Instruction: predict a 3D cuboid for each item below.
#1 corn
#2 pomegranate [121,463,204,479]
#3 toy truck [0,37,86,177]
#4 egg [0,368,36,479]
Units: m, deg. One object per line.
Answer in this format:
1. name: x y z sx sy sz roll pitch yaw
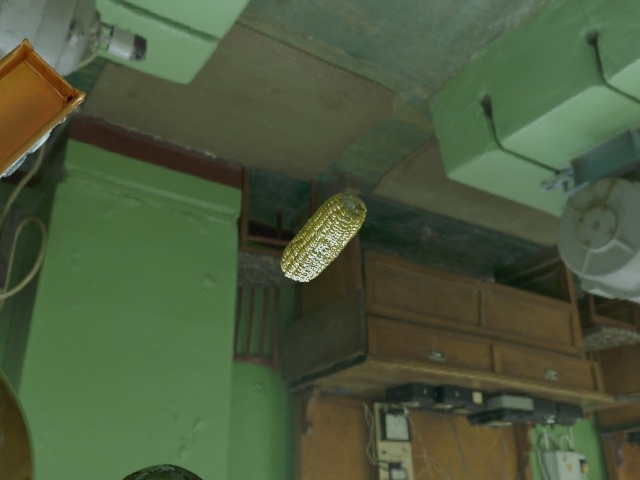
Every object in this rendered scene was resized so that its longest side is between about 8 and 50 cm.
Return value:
1. corn: 0.000 0.000 1.117 0.080 0.080 0.238 11 145 -24
2. pomegranate: -0.197 0.325 0.714 0.205 0.159 0.159 10 154 -26
3. toy truck: -0.429 -0.116 0.820 0.114 0.270 0.135 44 157 -16
4. egg: -0.345 0.171 0.437 0.282 0.283 0.351 4 153 -10
